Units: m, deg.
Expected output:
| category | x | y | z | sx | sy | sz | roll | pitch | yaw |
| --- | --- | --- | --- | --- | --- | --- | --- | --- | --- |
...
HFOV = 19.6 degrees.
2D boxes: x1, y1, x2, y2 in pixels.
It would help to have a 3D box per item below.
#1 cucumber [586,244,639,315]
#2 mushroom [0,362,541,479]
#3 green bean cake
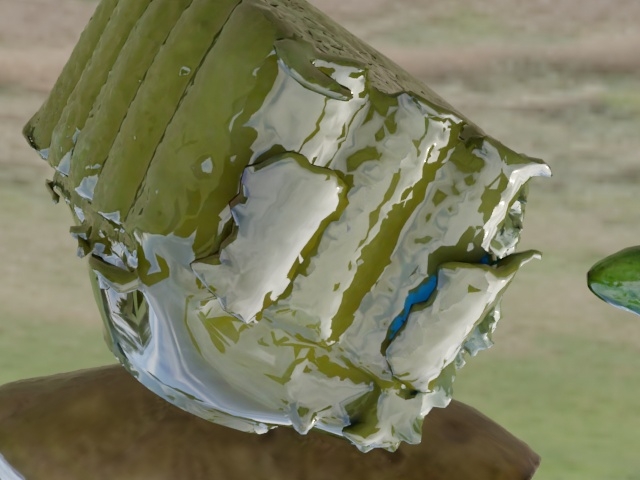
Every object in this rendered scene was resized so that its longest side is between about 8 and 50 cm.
| category | x | y | z | sx | sy | sz | roll | pitch | yaw |
| --- | --- | --- | --- | --- | --- | --- | --- | --- | --- |
| cucumber | 0.269 | 0.042 | 1.025 | 0.250 | 0.056 | 0.056 | 15 | 168 | -9 |
| mushroom | -0.061 | 0.177 | 1.451 | 0.397 | 0.313 | 0.224 | 36 | 159 | 10 |
| green bean cake | 0.000 | 0.000 | 0.958 | 0.285 | 0.202 | 0.310 | 30 | -173 | -24 |
